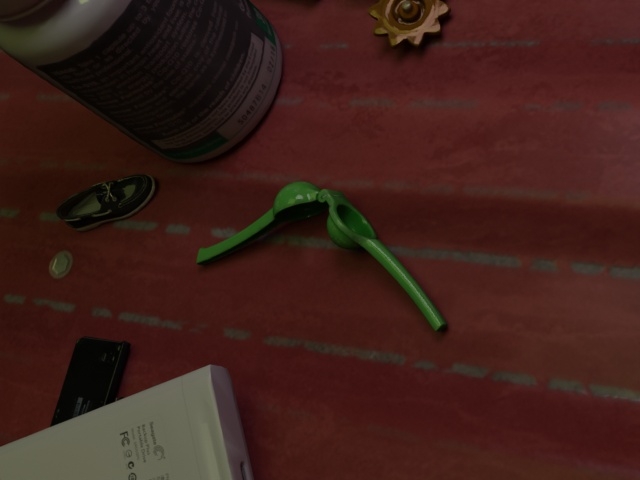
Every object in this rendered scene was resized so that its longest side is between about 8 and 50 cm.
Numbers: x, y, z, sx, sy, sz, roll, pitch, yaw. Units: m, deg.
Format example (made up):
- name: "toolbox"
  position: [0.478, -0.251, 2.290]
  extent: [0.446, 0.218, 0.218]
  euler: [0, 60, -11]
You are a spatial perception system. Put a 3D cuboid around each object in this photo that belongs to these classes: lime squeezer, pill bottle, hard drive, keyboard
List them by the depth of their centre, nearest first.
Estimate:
- name: "hard drive"
  position: [-0.221, 0.290, 1.165]
  extent: [0.353, 0.047, 0.233]
  euler: [-23, 69, 22]
- name: "lime squeezer"
  position: [0.000, 0.000, 1.167]
  extent: [0.310, 0.059, 0.110]
  euler: [14, 77, 35]
- name: "pill bottle"
  position: [-0.213, -0.239, 1.214]
  extent: [0.204, 0.361, 0.204]
  euler: [-13, 63, 27]
- name: "keyboard"
  position: [-0.245, 0.193, 1.259]
  extent: [0.108, 0.023, 0.180]
  euler: [2, 71, 39]

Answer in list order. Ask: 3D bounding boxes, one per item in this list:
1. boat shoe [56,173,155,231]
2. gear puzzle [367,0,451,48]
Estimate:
- name: "boat shoe"
  position: [-0.248, -0.048, 1.355]
  extent: [0.125, 0.038, 0.046]
  euler: [-19, 61, 25]
- name: "gear puzzle"
  position: [0.094, -0.354, 1.271]
  extent: [0.175, 0.044, 0.339]
  euler: [-11, 68, 13]
